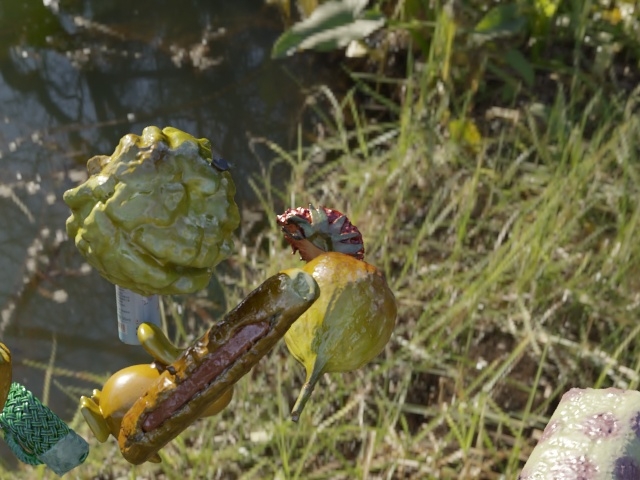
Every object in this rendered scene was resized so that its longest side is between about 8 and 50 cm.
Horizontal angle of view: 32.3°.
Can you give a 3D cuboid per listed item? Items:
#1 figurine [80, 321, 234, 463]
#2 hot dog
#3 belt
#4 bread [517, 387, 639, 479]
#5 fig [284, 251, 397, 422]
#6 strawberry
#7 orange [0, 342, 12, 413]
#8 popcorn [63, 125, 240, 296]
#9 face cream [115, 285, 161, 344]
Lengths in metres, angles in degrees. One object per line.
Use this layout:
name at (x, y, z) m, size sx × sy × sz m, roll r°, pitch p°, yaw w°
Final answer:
figurine at (-0.270, 0.259, 1.863) m, size 0.215 × 0.215 × 0.228 m, roll 40°, pitch 91°, yaw 29°
hot dog at (-0.111, 0.128, 1.141) m, size 0.061 × 0.286 × 0.088 m, roll 47°, pitch 15°, yaw 0°
belt at (-0.402, 0.274, 1.560) m, size 0.079 × 0.151 × 0.121 m, roll -50°, pitch 24°, yaw -17°
bread at (0.398, 0.374, 1.685) m, size 0.187 × 0.155 × 0.338 m, roll 0°, pitch 36°, yaw 37°
fig at (0.005, 0.137, 1.488) m, size 0.159 × 0.159 × 0.257 m, roll 13°, pitch 48°, yaw 11°
strawberry at (0.003, -0.005, 1.856) m, size 0.167 × 0.208 × 0.087 m, roll 30°, pitch 78°, yaw -4°
orange at (-0.269, 0.104, 0.680) m, size 0.170 × 0.112 × 0.160 m, roll -15°, pitch 27°, yaw 22°
popcorn at (-0.155, -0.030, 1.082) m, size 0.173 × 0.142 × 0.173 m, roll 8°, pitch 60°, yaw -15°
face cream at (-0.315, 0.063, 1.897) m, size 0.075 × 0.229 × 0.075 m, roll 0°, pitch 22°, yaw 0°
